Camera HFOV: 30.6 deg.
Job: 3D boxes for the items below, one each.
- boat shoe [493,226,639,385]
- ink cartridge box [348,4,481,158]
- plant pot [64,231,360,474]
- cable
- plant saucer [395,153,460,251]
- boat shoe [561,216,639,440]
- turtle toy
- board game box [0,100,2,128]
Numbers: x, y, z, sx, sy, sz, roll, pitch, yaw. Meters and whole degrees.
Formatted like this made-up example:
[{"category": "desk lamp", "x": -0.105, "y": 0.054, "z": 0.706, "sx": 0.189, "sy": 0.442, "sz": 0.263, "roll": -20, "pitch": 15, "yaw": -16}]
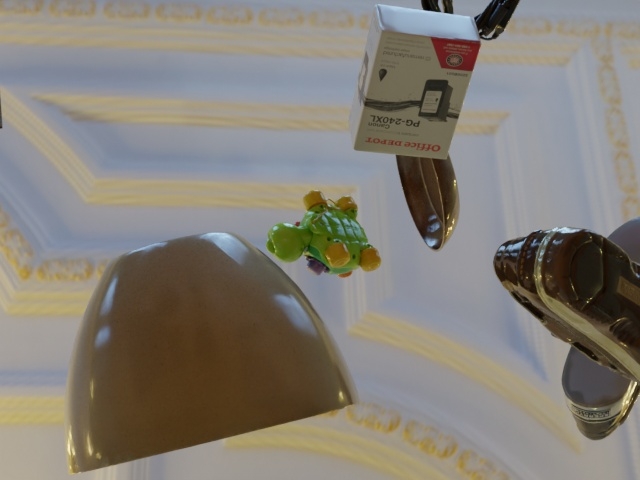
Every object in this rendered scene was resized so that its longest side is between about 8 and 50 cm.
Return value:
[{"category": "boat shoe", "x": 0.241, "y": 0.059, "z": 0.984, "sx": 0.257, "sy": 0.095, "sz": 0.095, "roll": 37, "pitch": -113, "yaw": -35}, {"category": "ink cartridge box", "x": 0.098, "y": -0.166, "z": 1.247, "sx": 0.109, "sy": 0.150, "sz": 0.063, "roll": 5, "pitch": -142, "yaw": -10}, {"category": "plant pot", "x": -0.120, "y": 0.099, "z": 1.130, "sx": 0.284, "sy": 0.284, "sz": 0.191, "roll": -11, "pitch": -98, "yaw": -13}, {"category": "cable", "x": 0.226, "y": -0.371, "z": 1.671, "sx": 0.150, "sy": 0.184, "sz": 0.047, "roll": 10, "pitch": -144, "yaw": -25}, {"category": "plant saucer", "x": 0.148, "y": -0.084, "z": 1.589, "sx": 0.036, "sy": 0.198, "sz": 0.199, "roll": -14, "pitch": -115, "yaw": -8}, {"category": "boat shoe", "x": 0.385, "y": 0.108, "z": 1.463, "sx": 0.113, "sy": 0.105, "sz": 0.306, "roll": 8, "pitch": -124, "yaw": 24}, {"category": "turtle toy", "x": 0.000, "y": 0.000, "z": 1.259, "sx": 0.130, "sy": 0.066, "sz": 0.095, "roll": 8, "pitch": -131, "yaw": -44}, {"category": "board game box", "x": -0.454, "y": -0.175, "z": 1.145, "sx": 0.281, "sy": 0.027, "sz": 0.145, "roll": -7, "pitch": -81, "yaw": -37}]
